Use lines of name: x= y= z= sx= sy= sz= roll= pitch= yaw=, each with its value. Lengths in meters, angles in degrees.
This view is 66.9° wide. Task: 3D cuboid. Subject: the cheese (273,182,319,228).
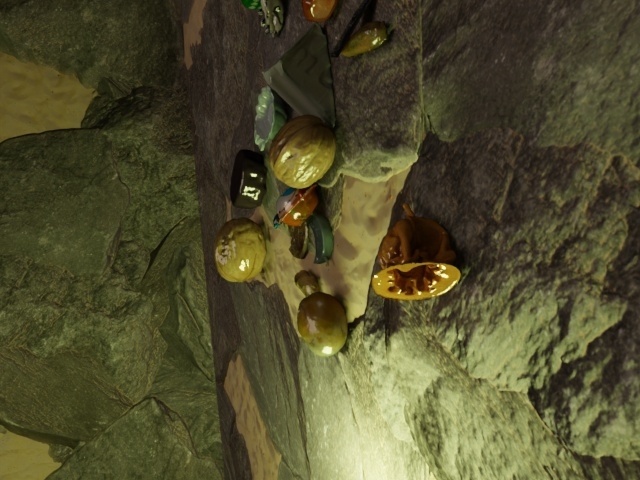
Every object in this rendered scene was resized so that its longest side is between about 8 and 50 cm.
cheese: x=-0.104 y=-0.126 z=1.850 sx=0.129 sy=0.217 sz=0.329 roll=44 pitch=154 yaw=-6

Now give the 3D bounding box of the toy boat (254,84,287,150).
toy boat: x=-0.213 y=-0.520 z=2.073 sx=0.290 sy=0.100 sz=0.200 roll=-57 pitch=44 yaw=49

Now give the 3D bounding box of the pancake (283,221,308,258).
pancake: x=-0.098 y=-0.039 z=2.004 sx=0.212 sy=0.029 sz=0.235 roll=-44 pitch=57 yaw=56

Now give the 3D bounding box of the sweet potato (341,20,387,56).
sweet potato: x=0.115 y=-0.592 z=1.451 sx=0.273 sy=0.075 sz=0.076 roll=-161 pitch=69 yaw=-66

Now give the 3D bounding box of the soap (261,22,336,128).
soap: x=-0.013 y=-0.582 z=1.732 sx=0.302 sy=0.258 sz=0.159 roll=44 pitch=158 yaw=-17

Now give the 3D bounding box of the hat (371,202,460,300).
hat: x=0.219 y=0.003 z=1.216 sx=0.233 sy=0.244 sz=0.233 roll=-39 pitch=45 yaw=50

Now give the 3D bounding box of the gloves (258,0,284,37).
gloves: x=-0.195 y=-0.936 z=1.975 sx=0.128 sy=0.111 sz=0.212 roll=54 pitch=169 yaw=38

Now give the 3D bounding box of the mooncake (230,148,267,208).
mooncake: x=-0.342 y=-0.291 z=2.324 sx=0.283 sy=0.141 sz=0.283 roll=-175 pitch=90 yaw=-66

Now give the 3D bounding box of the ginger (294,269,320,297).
ginger: x=-0.049 y=0.177 z=1.901 sx=0.190 sy=0.068 sz=0.096 roll=43 pitch=153 yaw=53

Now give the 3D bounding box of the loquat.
loquat: x=0.007 y=0.292 z=1.693 sx=0.228 sy=0.179 sz=0.179 roll=67 pitch=148 yaw=27

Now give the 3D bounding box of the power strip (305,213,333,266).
power strip: x=0.000 y=0.000 z=1.799 sx=0.137 sy=0.044 sz=0.216 roll=-39 pitch=60 yaw=58

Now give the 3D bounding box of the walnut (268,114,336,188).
walnut: x=-0.066 y=-0.303 z=1.675 sx=0.261 sy=0.224 sz=0.225 roll=-49 pitch=47 yaw=25

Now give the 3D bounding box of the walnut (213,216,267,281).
walnut: x=-0.394 y=0.044 z=2.361 sx=0.277 sy=0.251 sz=0.313 roll=129 pitch=136 yaw=-69

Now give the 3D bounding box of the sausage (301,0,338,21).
sausage: x=0.012 y=-0.825 z=1.551 sx=0.258 sy=0.133 sz=0.133 roll=118 pitch=139 yaw=-53

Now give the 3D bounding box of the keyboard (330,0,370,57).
keyboard: x=0.090 y=-0.636 z=1.446 sx=0.197 sy=0.015 sz=0.074 roll=-58 pitch=20 yaw=13

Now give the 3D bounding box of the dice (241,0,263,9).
dice: x=-0.266 y=-1.059 z=2.056 sx=0.128 sy=0.130 sz=0.120 roll=-1 pitch=96 yaw=62
